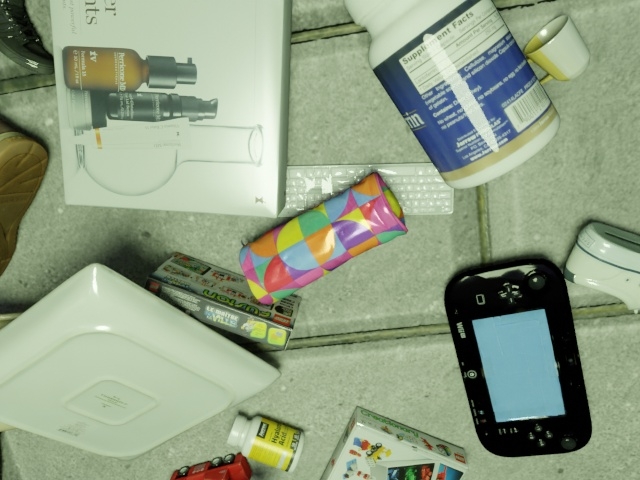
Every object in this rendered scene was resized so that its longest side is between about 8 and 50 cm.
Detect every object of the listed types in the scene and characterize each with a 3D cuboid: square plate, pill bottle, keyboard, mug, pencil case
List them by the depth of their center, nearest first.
[{"bbox_3d":[0.151,-0.207,0.602,0.153,0.153,0.265,-33,101,13],"label":"pill bottle"},{"bbox_3d":[0.297,-0.233,0.641,0.064,0.078,0.062,39,73,-16],"label":"mug"},{"bbox_3d":[0.000,0.000,0.694,0.236,0.104,0.104,-27,103,16],"label":"pencil case"},{"bbox_3d":[-0.288,0.211,0.718,0.344,0.049,0.347,-32,130,18],"label":"square plate"},{"bbox_3d":[0.059,-0.071,0.721,0.255,0.014,0.072,-1,106,4],"label":"keyboard"},{"bbox_3d":[-0.089,0.324,0.822,0.116,0.065,0.065,20,107,-2],"label":"pill bottle"}]

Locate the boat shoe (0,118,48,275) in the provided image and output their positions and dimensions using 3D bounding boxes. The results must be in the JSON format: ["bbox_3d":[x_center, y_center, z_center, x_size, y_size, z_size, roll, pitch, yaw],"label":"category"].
[{"bbox_3d":[-0.525,-0.028,0.734,0.123,0.123,0.342,36,106,8],"label":"boat shoe"}]

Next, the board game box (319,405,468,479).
[{"bbox_3d":[0.089,0.444,0.850,0.192,0.053,0.305,23,107,-2],"label":"board game box"}]

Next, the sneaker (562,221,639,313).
[{"bbox_3d":[0.461,0.057,0.700,0.258,0.094,0.091,22,125,2],"label":"sneaker"}]

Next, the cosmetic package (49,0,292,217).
[{"bbox_3d":[-0.182,-0.227,0.649,0.284,0.097,0.378,3,105,1],"label":"cosmetic package"}]

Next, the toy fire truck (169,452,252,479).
[{"bbox_3d":[-0.169,0.411,0.817,0.192,0.135,0.047,-19,104,9],"label":"toy fire truck"}]

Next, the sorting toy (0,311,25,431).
[{"bbox_3d":[-0.424,0.202,0.780,0.193,0.038,0.208,-2,111,-28],"label":"sorting toy"}]

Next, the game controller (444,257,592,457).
[{"bbox_3d":[0.291,0.181,0.751,0.166,0.067,0.319,-15,104,8],"label":"game controller"}]

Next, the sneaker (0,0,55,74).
[{"bbox_3d":[-0.413,-0.304,0.669,0.170,0.051,0.089,37,110,-3],"label":"sneaker"}]

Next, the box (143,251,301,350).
[{"bbox_3d":[-0.134,0.083,0.729,0.206,0.114,0.036,20,107,-1],"label":"box"}]
